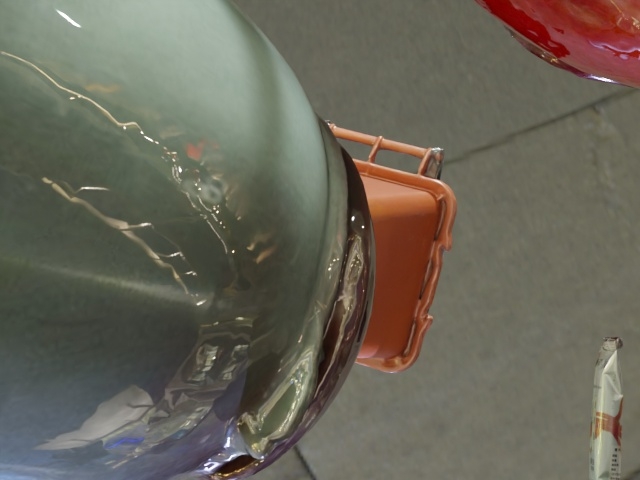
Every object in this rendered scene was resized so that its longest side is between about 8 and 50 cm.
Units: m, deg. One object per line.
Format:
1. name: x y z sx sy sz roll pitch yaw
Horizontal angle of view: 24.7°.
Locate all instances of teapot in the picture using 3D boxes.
1. teapot: -0.138 -0.039 0.507 0.312 0.315 0.233 21 115 -29

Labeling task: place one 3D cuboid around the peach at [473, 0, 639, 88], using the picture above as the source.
1. peach: 0.173 -0.233 0.705 0.406 0.335 0.310 33 134 17

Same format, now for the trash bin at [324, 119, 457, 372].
1. trash bin: 0.000 0.000 1.099 0.161 0.239 0.184 15 93 17

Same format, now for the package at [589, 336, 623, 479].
1. package: 0.166 0.111 0.852 0.015 0.037 0.110 3 86 0
